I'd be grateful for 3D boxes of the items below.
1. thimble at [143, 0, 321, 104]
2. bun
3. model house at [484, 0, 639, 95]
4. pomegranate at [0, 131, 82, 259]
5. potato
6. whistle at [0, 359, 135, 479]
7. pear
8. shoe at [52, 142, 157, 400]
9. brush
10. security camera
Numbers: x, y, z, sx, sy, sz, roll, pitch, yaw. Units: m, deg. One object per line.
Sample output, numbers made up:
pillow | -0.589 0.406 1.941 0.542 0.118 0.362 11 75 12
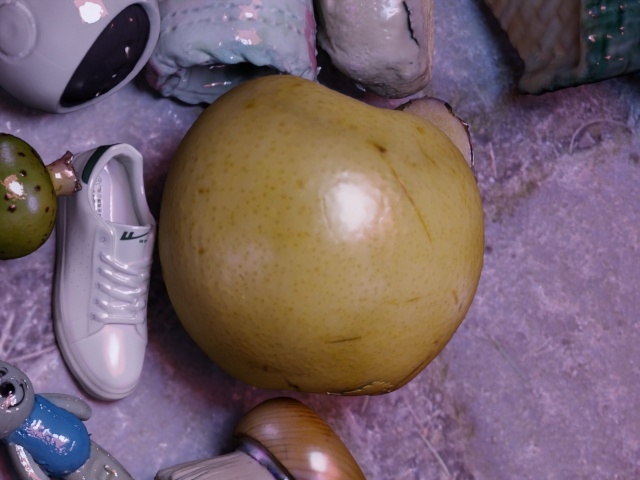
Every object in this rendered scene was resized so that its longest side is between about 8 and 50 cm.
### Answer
thimble | -0.091 -0.231 1.824 0.211 0.185 0.149 9 72 -39
bun | 0.058 -0.277 1.924 0.141 0.239 0.239 -2 73 7
model house | 0.447 -0.347 2.035 0.445 0.395 0.400 -11 64 -26
pomegranate | -0.312 -0.045 1.668 0.130 0.130 0.130 10 71 -31
potato | 0.094 -0.071 1.964 0.164 0.081 0.200 41 60 -26
whistle | -0.275 0.185 1.647 0.235 0.077 0.114 39 52 -20
pear | 0.000 0.000 1.724 0.348 0.348 0.348 10 71 -31
shoe | -0.213 0.025 1.715 0.095 0.110 0.265 -1 74 -34
brush | -0.036 0.303 1.728 0.166 0.174 0.267 -37 116 -21
security camera | -0.256 -0.245 1.702 0.194 0.194 0.236 5 113 -32
